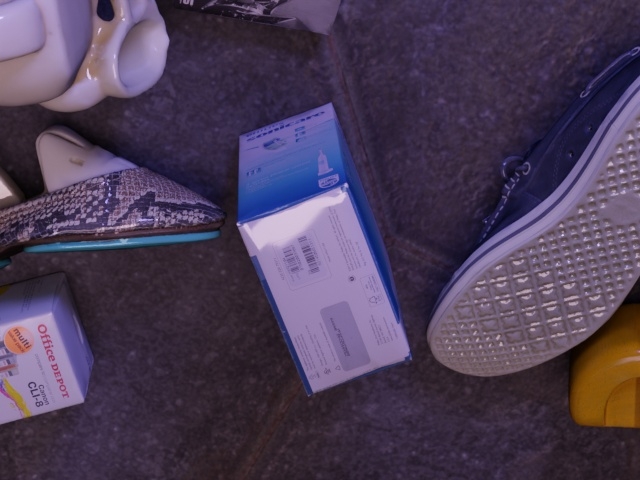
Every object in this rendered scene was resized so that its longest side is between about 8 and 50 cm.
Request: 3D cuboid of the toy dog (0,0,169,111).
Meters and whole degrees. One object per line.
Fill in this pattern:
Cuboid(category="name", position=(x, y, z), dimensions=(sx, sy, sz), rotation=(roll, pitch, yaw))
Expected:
Cuboid(category="toy dog", position=(-0.404, -0.230, 1.507), dimensions=(0.408, 0.395, 0.285), rotation=(0, 127, 16))

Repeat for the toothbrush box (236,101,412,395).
Cuboid(category="toothbrush box", position=(0.000, 0.000, 1.658), dimensions=(0.126, 0.295, 0.216), rotation=(-19, 112, 6))

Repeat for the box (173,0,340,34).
Cuboid(category="box", position=(-0.056, -0.316, 1.585), dimensions=(0.183, 0.056, 0.231), rotation=(10, 154, -7))

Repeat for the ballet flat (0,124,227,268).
Cuboid(category="ballet flat", position=(-0.359, -0.033, 1.715), dimensions=(0.482, 0.164, 0.182), rotation=(-14, 91, 4))

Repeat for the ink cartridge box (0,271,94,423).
Cuboid(category="ink cartridge box", position=(-0.375, 0.135, 1.782), dimensions=(0.176, 0.127, 0.128), rotation=(-15, 111, 2))

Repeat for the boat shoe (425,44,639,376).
Cuboid(category="boat shoe", position=(0.298, -0.032, 1.743), dimensions=(0.187, 0.156, 0.500), rotation=(26, 120, -17))

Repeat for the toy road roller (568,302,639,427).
Cuboid(category="toy road roller", position=(0.420, 0.114, 1.783), dimensions=(0.240, 0.202, 0.330), rotation=(1, 113, 9))
